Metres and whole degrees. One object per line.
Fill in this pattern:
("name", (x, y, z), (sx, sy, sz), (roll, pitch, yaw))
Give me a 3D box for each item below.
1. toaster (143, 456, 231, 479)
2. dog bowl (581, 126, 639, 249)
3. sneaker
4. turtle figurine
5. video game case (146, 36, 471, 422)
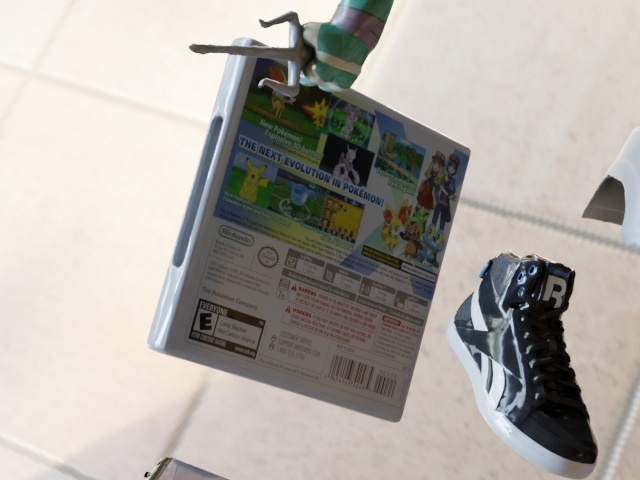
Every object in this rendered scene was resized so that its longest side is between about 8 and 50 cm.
("toaster", (-0.115, 0.277, 1.186), (0.110, 0.186, 0.168), (15, 113, 9))
("dog bowl", (0.412, -0.010, 1.434), (0.349, 0.349, 0.102), (23, 98, 29))
("sneaker", (0.174, 0.082, 1.276), (0.121, 0.079, 0.217), (-65, 31, 22))
("turtle figurine", (-0.003, -0.156, 0.708), (0.118, 0.234, 0.175), (-23, 96, 17))
("video game case", (0.000, 0.000, 1.554), (0.036, 0.329, 0.300), (8, 80, 47))
